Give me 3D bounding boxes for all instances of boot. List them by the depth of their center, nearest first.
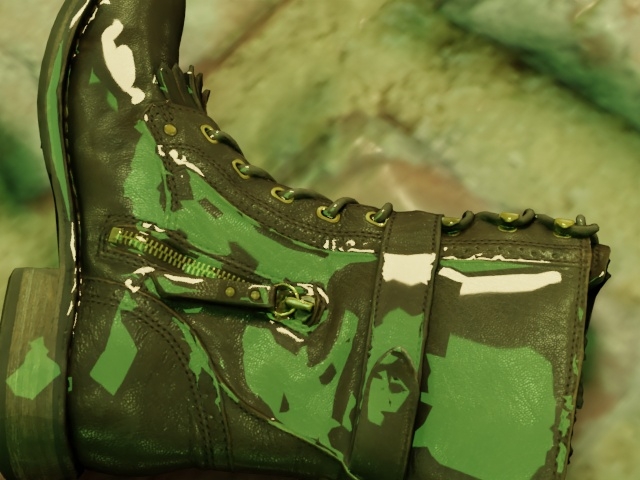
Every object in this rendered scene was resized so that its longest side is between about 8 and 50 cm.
[{"bbox_3d":[0.000,0.000,0.591,0.229,0.091,0.263,3,65,4],"label":"boot"}]
